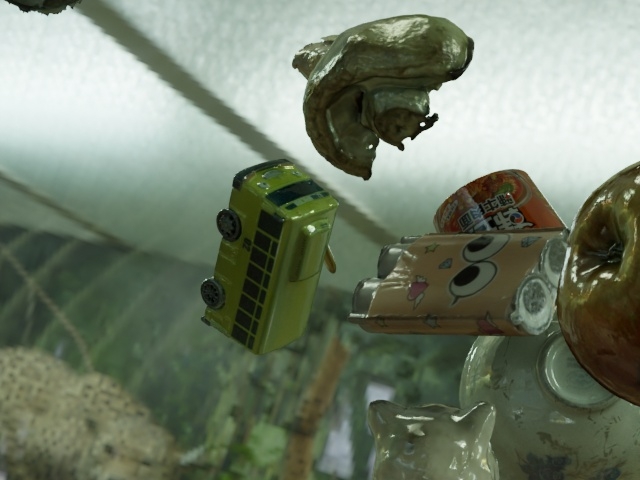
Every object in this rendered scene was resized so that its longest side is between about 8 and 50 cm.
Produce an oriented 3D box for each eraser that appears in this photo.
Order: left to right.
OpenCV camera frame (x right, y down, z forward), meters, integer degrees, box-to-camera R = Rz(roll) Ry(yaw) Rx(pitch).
[{"bbox_3d":[0.187,0.062,1.931,0.291,0.171,0.087,-3,-50,47],"label":"eraser"}]

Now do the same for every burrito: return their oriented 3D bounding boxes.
[{"bbox_3d":[0.084,-0.297,2.433,0.143,0.105,0.299,-13,14,-36],"label":"burrito"}]

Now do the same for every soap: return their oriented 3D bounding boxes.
[{"bbox_3d":[0.000,0.000,1.793,0.012,0.089,0.034,-24,4,-13],"label":"soap"}]

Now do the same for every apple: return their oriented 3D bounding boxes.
[{"bbox_3d":[0.378,0.033,1.507,0.309,0.277,0.250,-38,-42,24],"label":"apple"}]

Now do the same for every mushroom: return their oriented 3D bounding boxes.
[{"bbox_3d":[0.082,-0.233,2.060,0.164,0.189,0.267,33,-40,-16],"label":"mushroom"}]

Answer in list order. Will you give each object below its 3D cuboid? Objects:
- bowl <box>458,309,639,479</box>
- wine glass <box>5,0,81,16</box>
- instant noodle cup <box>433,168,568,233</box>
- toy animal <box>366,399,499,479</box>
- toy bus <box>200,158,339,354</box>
[{"bbox_3d":[0.343,0.191,1.914,0.313,0.313,0.146,16,-20,10],"label":"bowl"},{"bbox_3d":[-0.343,-0.419,1.904,0.191,0.190,0.357,19,18,-6],"label":"wine glass"},{"bbox_3d":[0.324,0.007,2.562,0.250,0.192,0.250,-21,-26,-11],"label":"instant noodle cup"},{"bbox_3d":[0.026,0.254,1.313,0.308,0.266,0.188,5,-61,20],"label":"toy animal"},{"bbox_3d":[-0.049,0.017,1.432,0.101,0.175,0.088,33,34,30],"label":"toy bus"}]
